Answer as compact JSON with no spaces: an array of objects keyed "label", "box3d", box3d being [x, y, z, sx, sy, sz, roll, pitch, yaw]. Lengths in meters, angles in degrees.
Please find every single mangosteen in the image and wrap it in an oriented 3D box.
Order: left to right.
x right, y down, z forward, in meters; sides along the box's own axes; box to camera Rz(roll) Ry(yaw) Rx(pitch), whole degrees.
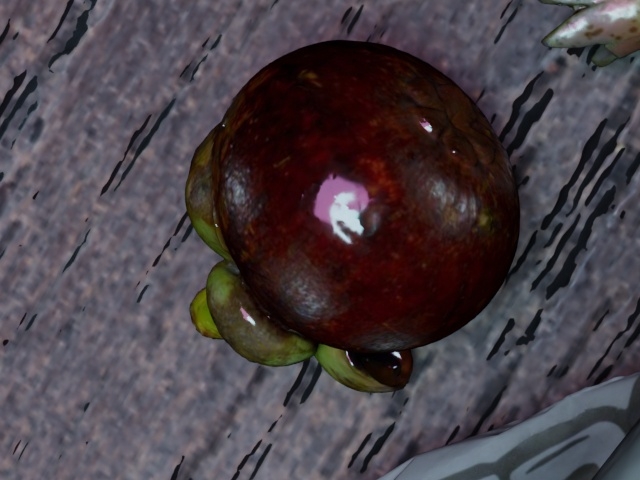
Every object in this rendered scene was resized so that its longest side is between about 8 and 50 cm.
[{"label":"mangosteen","box3d":[0.001,-0.002,0.793,0.181,0.146,0.156,-34,83,12]}]

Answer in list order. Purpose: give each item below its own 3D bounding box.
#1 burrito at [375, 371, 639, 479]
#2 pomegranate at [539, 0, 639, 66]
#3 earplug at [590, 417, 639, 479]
[{"label":"burrito","box3d":[0.156,0.124,0.773,0.445,0.101,0.139,-20,95,12]},{"label":"pomegranate","box3d":[0.184,-0.106,0.763,0.159,0.129,0.129,-43,77,35]},{"label":"earplug","box3d":[0.235,0.135,0.550,0.313,0.312,0.394,38,103,13]}]
